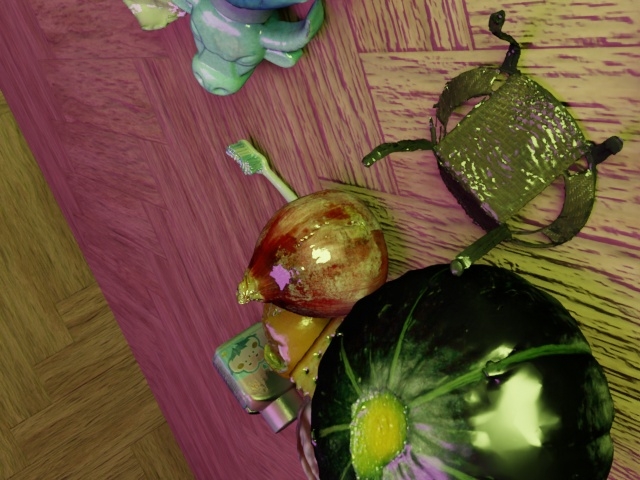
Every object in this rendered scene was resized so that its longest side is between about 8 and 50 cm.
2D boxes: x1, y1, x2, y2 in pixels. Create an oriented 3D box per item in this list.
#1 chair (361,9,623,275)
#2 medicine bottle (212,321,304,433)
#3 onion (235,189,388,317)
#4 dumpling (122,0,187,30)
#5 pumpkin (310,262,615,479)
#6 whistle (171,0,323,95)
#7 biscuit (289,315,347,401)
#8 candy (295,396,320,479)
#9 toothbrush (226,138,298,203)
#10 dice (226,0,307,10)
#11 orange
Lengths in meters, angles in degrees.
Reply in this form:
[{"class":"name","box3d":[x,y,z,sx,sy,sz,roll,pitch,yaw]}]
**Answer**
[{"class":"chair","box3d":[0.147,-0.065,0.620,0.174,0.149,0.213,50,-164,12]},{"class":"medicine bottle","box3d":[-0.107,0.262,1.407,0.188,0.119,0.094,53,155,13]},{"class":"onion","box3d":[-0.016,0.027,0.891,0.159,0.194,0.160,40,141,43]},{"class":"dumpling","box3d":[-0.205,-0.366,0.923,0.155,0.111,0.181,-11,120,31]},{"class":"pumpkin","box3d":[0.146,0.166,0.725,0.296,0.295,0.296,43,151,31]},{"class":"whistle","box3d":[-0.088,-0.259,0.833,0.186,0.093,0.274,30,149,0]},{"class":"biscuit","box3d":[0.069,0.193,0.955,0.231,0.139,0.016,36,177,34]},{"class":"candy","box3d":[0.084,0.301,1.006,0.289,0.157,0.214,47,121,36]},{"class":"toothbrush","box3d":[0.003,-0.001,1.024,0.386,0.040,0.040,48,153,14]},{"class":"dice","box3d":[-0.031,-0.283,0.630,0.143,0.146,0.147,28,142,51]},{"class":"orange","box3d":[-0.029,0.134,1.111,0.156,0.134,0.157,28,137,30]}]
